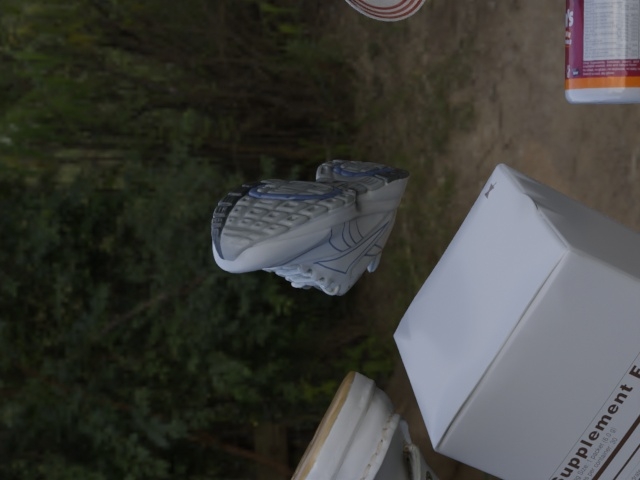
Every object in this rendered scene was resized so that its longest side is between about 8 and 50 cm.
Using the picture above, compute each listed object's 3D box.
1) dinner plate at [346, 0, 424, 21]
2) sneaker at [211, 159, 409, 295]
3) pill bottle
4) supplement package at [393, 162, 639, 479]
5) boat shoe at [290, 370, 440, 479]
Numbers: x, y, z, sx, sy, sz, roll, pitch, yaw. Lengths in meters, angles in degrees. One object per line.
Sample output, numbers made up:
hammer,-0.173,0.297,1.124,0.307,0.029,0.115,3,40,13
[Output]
dinner plate,0.061,-0.310,1.261,0.017,0.141,0.141,-22,70,60
sneaker,0.000,0.000,1.101,0.111,0.297,0.129,13,106,31
pill bottle,0.334,-0.264,1.254,0.121,0.121,0.221,-164,72,-72
supplement package,0.232,0.099,0.856,0.175,0.293,0.177,-60,16,17
boat shoe,0.037,0.155,0.634,0.098,0.096,0.277,-58,-15,-20
